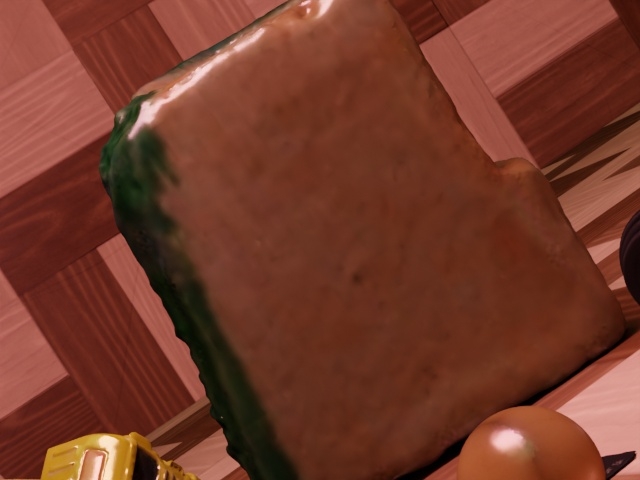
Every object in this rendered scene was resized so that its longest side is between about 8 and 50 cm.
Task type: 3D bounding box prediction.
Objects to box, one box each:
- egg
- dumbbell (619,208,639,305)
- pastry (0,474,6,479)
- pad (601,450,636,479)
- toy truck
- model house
[{"bbox_3d":[0.118,0.130,1.005,0.080,0.080,0.096,-33,-1,-17],"label":"egg"},{"bbox_3d":[0.279,0.002,1.334,0.099,0.099,0.208,-31,2,36],"label":"dumbbell"},{"bbox_3d":[-0.367,0.317,1.683,0.133,0.264,0.265,-28,4,37],"label":"pastry"},{"bbox_3d":[0.113,0.175,1.106,0.157,0.003,0.112,-33,3,-26],"label":"pad"},{"bbox_3d":[-0.240,0.248,1.533,0.272,0.157,0.124,-20,44,30],"label":"toy truck"},{"bbox_3d":[0.000,0.000,1.560,0.335,0.382,0.342,-31,7,-9],"label":"model house"}]
